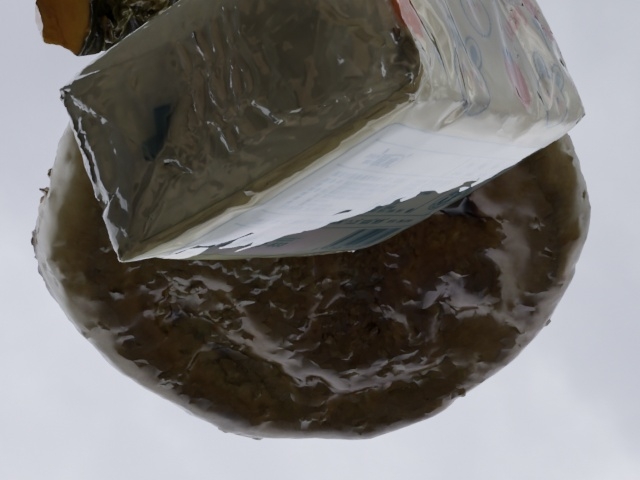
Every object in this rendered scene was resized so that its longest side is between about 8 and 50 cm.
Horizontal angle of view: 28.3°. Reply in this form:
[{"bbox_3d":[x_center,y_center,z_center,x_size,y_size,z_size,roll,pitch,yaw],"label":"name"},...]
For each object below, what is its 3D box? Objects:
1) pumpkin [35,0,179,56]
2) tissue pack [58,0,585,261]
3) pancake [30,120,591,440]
[{"bbox_3d":[-0.094,-0.129,0.623,0.054,0.083,0.074,34,-64,18],"label":"pumpkin"},{"bbox_3d":[0.010,-0.057,0.537,0.148,0.196,0.092,-29,-101,25],"label":"tissue pack"},{"bbox_3d":[0.000,-0.001,0.798,0.356,0.065,0.356,-4,-56,-6],"label":"pancake"}]
